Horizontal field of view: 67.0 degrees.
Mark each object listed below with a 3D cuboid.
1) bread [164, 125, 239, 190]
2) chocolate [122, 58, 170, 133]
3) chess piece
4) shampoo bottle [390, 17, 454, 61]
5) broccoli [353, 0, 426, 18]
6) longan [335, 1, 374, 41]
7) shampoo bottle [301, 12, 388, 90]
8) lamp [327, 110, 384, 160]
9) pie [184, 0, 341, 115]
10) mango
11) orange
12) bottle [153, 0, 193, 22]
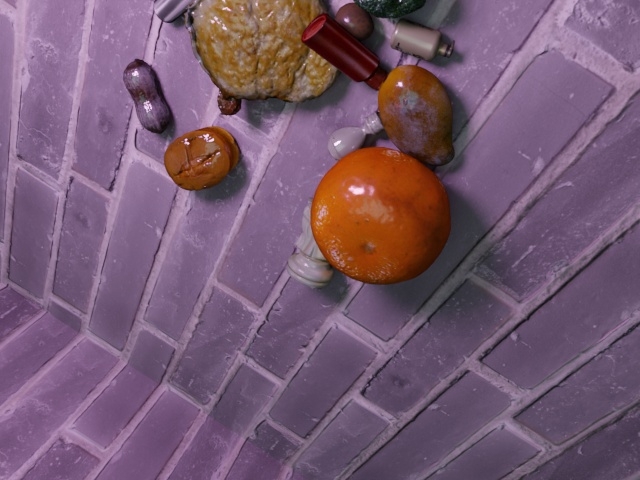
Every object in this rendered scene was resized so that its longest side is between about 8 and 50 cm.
[{"bbox_3d":[-0.407,-0.278,1.646,0.269,0.143,0.196,-15,113,30],"label":"bread"},{"bbox_3d":[-0.580,-0.476,1.617,0.110,0.110,0.248,-5,120,24],"label":"chocolate"},{"bbox_3d":[0.000,0.000,1.664,0.175,0.176,0.299,21,112,8],"label":"chess piece"},{"bbox_3d":[0.270,-0.520,1.270,0.161,0.079,0.079,23,125,7],"label":"shampoo bottle"},{"bbox_3d":[0.168,-0.674,1.145,0.254,0.269,0.269,30,126,-4],"label":"broccoli"},{"bbox_3d":[0.093,-0.582,1.292,0.113,0.113,0.092,29,132,3],"label":"longan"},{"bbox_3d":[0.078,-0.493,1.294,0.260,0.065,0.102,25,148,-35],"label":"shampoo bottle"},{"bbox_3d":[0.105,-0.310,1.451,0.192,0.106,0.106,-31,105,25],"label":"lamp"},{"bbox_3d":[-0.150,-0.569,1.355,0.417,0.181,0.396,-10,127,14],"label":"pie"},{"bbox_3d":[0.276,-0.337,1.347,0.192,0.146,0.316,-16,126,30],"label":"mango"},{"bbox_3d":[0.175,-0.073,1.426,0.423,0.326,0.424,9,135,9],"label":"orange"},{"bbox_3d":[-0.384,-0.720,1.389,0.253,0.096,0.079,-13,136,42],"label":"bottle"}]
